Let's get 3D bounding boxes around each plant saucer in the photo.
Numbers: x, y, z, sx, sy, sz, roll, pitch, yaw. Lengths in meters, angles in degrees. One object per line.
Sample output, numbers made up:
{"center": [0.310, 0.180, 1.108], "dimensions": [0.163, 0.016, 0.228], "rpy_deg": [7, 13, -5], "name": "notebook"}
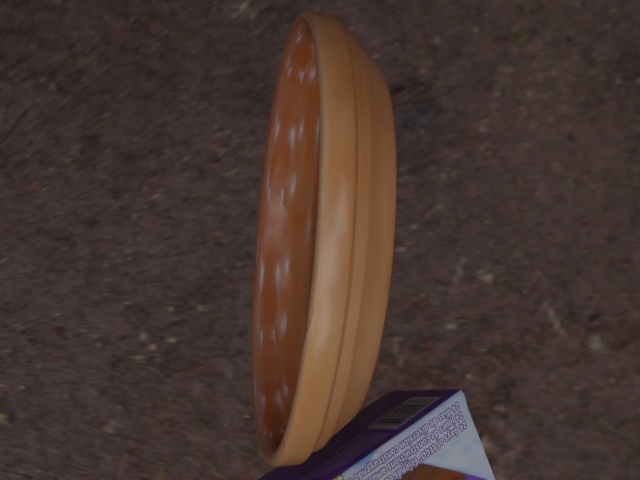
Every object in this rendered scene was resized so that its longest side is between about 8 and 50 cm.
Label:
{"center": [0.000, 0.000, 0.694], "dimensions": [0.037, 0.200, 0.199], "rpy_deg": [4, 85, -9], "name": "plant saucer"}

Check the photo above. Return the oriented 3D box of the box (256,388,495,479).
{"center": [-0.016, 0.219, 0.688], "dimensions": [0.293, 0.057, 0.200], "rpy_deg": [-29, 103, -36], "name": "box"}
